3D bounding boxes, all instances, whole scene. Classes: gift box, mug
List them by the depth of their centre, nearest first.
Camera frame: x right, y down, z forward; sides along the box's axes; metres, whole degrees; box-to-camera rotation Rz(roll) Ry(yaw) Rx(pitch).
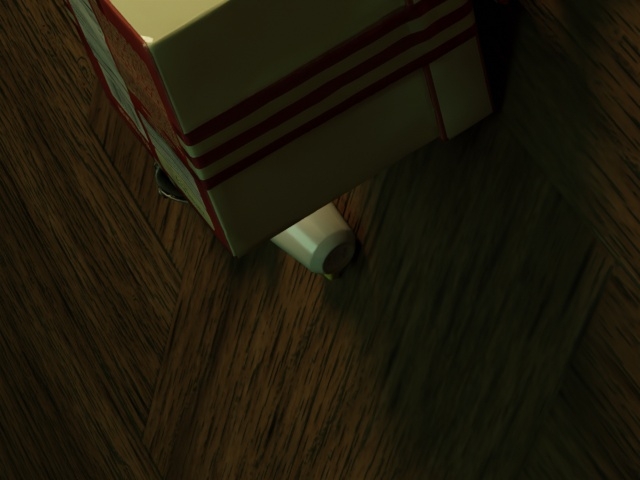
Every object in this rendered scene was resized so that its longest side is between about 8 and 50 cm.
[{"bbox_3d":[-0.031,-0.172,1.355,0.255,0.258,0.276,51,168,36],"label":"gift box"},{"bbox_3d":[0.001,-0.003,1.588,0.062,0.078,0.064,-53,56,13],"label":"mug"}]

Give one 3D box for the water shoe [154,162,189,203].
[{"bbox_3d":[-0.122,-0.075,1.743,0.203,0.080,0.073,16,113,59],"label":"water shoe"}]
